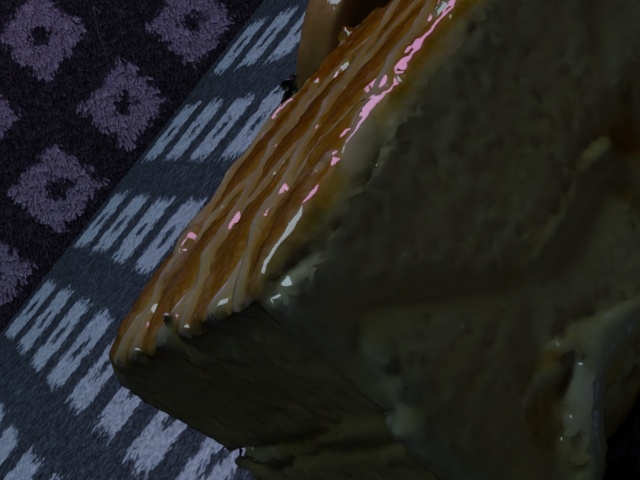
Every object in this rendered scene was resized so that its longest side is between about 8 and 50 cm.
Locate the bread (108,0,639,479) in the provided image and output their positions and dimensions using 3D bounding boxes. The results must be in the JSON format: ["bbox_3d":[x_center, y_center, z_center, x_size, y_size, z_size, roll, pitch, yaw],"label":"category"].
[{"bbox_3d":[0.079,0.005,1.043,0.390,0.279,0.371,-58,16,-25],"label":"bread"}]

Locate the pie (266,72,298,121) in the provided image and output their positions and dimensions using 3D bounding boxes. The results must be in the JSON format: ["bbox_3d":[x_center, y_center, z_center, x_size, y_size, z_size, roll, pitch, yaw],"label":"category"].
[{"bbox_3d":[0.035,-0.258,2.146,0.296,0.078,0.371,-48,15,5],"label":"pie"}]

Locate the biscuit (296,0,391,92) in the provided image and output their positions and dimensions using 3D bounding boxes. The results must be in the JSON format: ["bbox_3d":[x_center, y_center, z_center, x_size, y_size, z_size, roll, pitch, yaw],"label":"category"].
[{"bbox_3d":[0.113,-0.204,1.408,0.385,0.062,0.365,-43,-33,-35],"label":"biscuit"}]
